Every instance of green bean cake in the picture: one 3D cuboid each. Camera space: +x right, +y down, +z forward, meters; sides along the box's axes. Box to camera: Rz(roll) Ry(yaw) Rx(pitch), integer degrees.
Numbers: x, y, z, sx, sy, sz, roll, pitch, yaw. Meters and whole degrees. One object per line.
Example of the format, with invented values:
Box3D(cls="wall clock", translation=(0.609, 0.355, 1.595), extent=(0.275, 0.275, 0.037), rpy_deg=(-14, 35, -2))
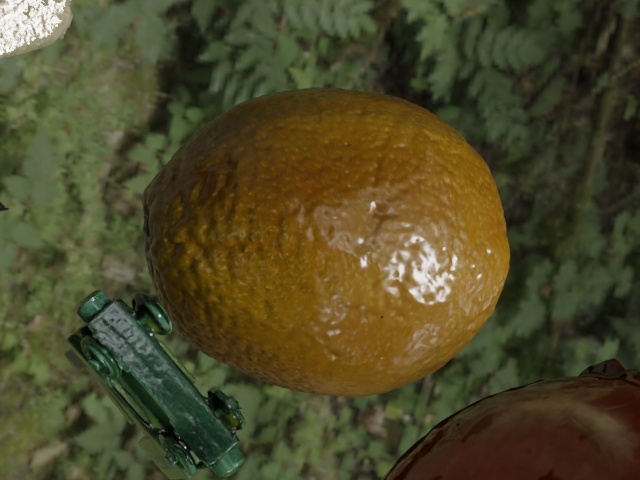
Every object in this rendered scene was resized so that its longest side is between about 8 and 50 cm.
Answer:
Box3D(cls="green bean cake", translation=(-0.314, -0.208, 1.148), extent=(0.179, 0.085, 0.109), rpy_deg=(-23, 115, -31))

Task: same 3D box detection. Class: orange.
Box3D(cls="orange", translation=(0.000, 0.000, 1.316), extent=(0.322, 0.357, 0.322), rpy_deg=(-174, -90, -77))

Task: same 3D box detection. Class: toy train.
Box3D(cls="toy train", translation=(-0.089, 0.079, 0.709), extent=(0.050, 0.122, 0.081), rpy_deg=(-41, -176, -23))

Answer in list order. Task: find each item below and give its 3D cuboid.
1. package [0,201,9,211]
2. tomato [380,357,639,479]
Box3D(cls="package", translation=(-0.385, -0.044, 1.454), extent=(0.059, 0.083, 0.029), rpy_deg=(-15, 126, -28))
Box3D(cls="tomato", translation=(0.067, 0.149, 0.323), extent=(0.101, 0.228, 0.228), rpy_deg=(-10, 116, -34))
